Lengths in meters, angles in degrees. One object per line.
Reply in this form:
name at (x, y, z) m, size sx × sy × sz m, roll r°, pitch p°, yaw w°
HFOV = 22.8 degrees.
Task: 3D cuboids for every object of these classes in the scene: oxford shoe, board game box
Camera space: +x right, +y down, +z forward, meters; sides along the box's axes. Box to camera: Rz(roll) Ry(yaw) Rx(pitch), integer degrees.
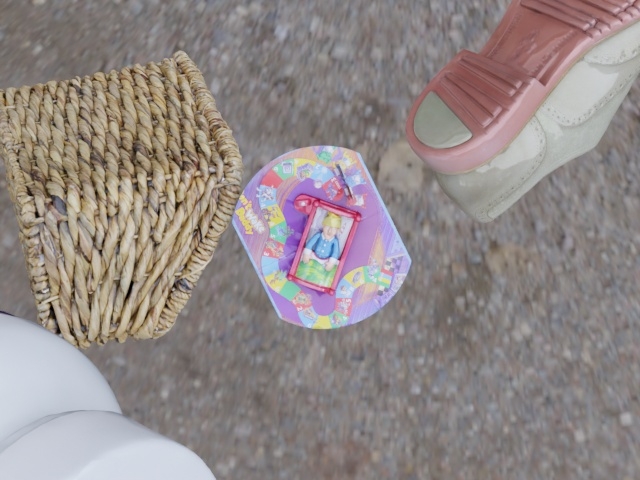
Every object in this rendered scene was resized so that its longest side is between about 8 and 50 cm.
oxford shoe at (0.257, -0.183, 1.595) m, size 0.397 × 0.140 × 0.146 m, roll -40°, pitch 134°, yaw -7°
board game box at (0.000, 0.000, 1.441) m, size 0.133 × 0.033 × 0.169 m, roll -26°, pitch 95°, yaw 2°

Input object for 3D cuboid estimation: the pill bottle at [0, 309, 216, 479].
pill bottle at (-0.190, 0.099, 0.682) m, size 0.301 × 0.169 × 0.169 m, roll 18°, pitch 114°, yaw 37°

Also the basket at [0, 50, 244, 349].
basket at (-0.199, -0.030, 1.619) m, size 0.223 × 0.299 × 0.214 m, roll -12°, pitch 121°, yaw -12°
